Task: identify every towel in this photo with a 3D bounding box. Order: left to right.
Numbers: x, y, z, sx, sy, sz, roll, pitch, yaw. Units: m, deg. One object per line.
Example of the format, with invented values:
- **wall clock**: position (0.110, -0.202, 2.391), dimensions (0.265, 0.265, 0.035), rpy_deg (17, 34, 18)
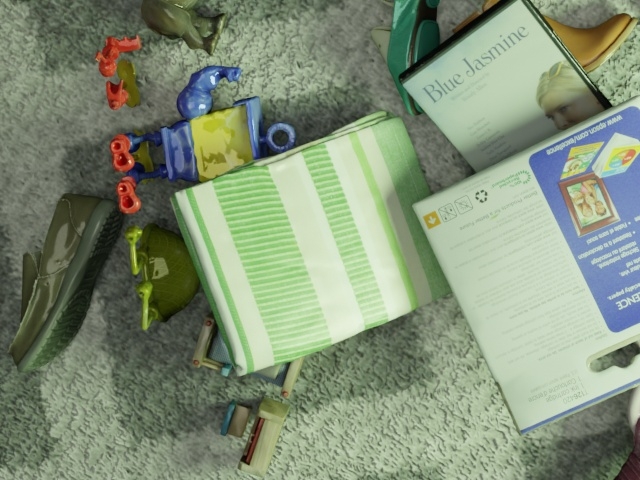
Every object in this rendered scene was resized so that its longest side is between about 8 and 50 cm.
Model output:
- **towel**: position (0.000, 0.000, 1.676), dimensions (0.324, 0.038, 0.248), rpy_deg (-22, 94, -26)

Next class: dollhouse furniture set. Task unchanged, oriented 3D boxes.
- **dollhouse furniture set**: position (-0.102, 0.192, 1.737), dimensions (0.129, 0.129, 0.184), rpy_deg (18, 97, 2)

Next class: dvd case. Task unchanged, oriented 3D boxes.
- **dvd case**: position (0.240, -0.158, 1.667), dimensions (0.180, 0.022, 0.253), rpy_deg (-35, 113, 19)

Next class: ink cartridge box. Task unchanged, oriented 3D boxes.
- **ink cartridge box**: position (0.309, 0.030, 1.643), dimensions (0.303, 0.072, 0.307), rpy_deg (-26, 86, 13)

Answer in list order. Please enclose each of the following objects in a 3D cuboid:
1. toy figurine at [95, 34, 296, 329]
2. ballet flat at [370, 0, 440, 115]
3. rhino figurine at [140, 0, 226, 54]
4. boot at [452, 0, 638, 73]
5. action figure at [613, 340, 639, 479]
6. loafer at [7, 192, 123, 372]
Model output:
- **toy figurine**: position (-0.133, -0.084, 1.688), dimensions (0.217, 0.191, 0.363), rpy_deg (-9, 96, 1)
- **ballet flat**: position (0.107, -0.280, 1.705), dimensions (0.087, 0.083, 0.247), rpy_deg (9, 97, 28)
- **rhino figurine**: position (-0.153, -0.360, 1.711), dimensions (0.106, 0.073, 0.243), rpy_deg (14, 96, 0)
- **boot**: position (0.273, -0.257, 1.690), dimensions (0.197, 0.073, 0.152), rpy_deg (-37, 89, 5)
- **action figure**: position (0.402, 0.291, 1.650), dimensions (0.275, 0.248, 0.370), rpy_deg (35, 95, 1)
- **loafer**: position (-0.340, 0.050, 1.770), dimensions (0.087, 0.094, 0.251), rpy_deg (27, 93, 13)
